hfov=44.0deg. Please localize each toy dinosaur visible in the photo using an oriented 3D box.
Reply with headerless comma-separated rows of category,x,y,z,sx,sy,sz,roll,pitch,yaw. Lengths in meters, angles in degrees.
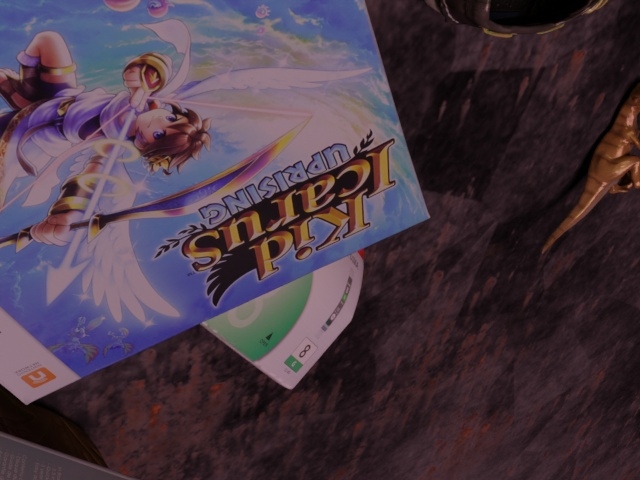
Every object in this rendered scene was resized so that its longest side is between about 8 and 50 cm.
toy dinosaur,0.320,-0.076,0.885,0.112,0.064,0.211,17,106,-27

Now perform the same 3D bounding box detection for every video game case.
video game case,-0.097,-0.048,0.396,0.269,0.061,0.244,-25,139,1

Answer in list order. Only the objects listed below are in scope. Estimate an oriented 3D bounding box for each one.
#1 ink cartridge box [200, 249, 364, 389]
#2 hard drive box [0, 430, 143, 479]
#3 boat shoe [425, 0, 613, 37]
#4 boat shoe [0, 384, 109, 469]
ink cartridge box,0.000,0.000,0.645,0.225,0.056,0.181,-47,146,-6
hard drive box,-0.253,0.194,0.491,0.181,0.089,0.232,-36,129,25
boat shoe,0.189,-0.204,0.632,0.227,0.069,0.081,-17,135,-28
boat shoe,-0.256,0.159,0.575,0.096,0.098,0.277,-38,143,-6
